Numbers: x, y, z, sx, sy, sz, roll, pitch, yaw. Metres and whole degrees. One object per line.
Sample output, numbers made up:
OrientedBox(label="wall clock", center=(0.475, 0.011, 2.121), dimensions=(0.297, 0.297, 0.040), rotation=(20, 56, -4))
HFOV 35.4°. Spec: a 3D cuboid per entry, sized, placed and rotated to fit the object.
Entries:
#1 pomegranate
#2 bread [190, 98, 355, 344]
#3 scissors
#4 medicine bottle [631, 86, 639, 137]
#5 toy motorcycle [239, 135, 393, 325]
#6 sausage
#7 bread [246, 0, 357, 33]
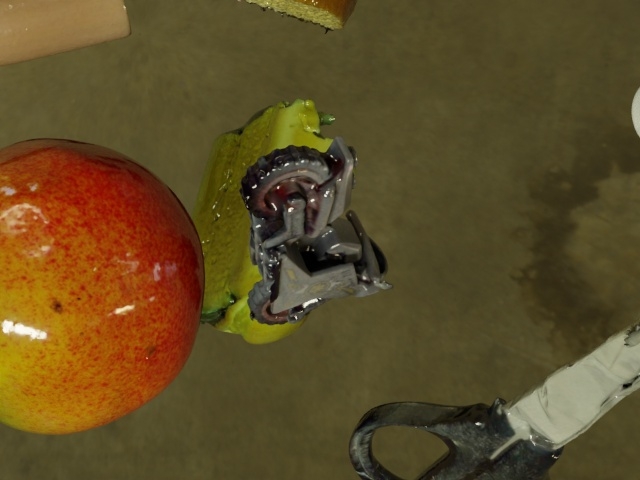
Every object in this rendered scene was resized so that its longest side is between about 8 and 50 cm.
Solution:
OrientedBox(label="pomegranate", center=(-0.207, 0.041, 0.738), dimensions=(0.257, 0.221, 0.221), rotation=(-32, 107, -28))
OrientedBox(label="bread", center=(-0.085, -0.015, 1.610), dimensions=(0.208, 0.251, 0.376), rotation=(37, 58, -39))
OrientedBox(label="scissors", center=(0.092, 0.076, 0.418), dimensions=(0.109, 0.300, 0.022), rotation=(33, 59, 1))
OrientedBox(label="medicine bottle", center=(0.499, -0.170, 1.286), dimensions=(0.183, 0.086, 0.086), rotation=(-8, 103, -18))
OrientedBox(label="toy motorcycle", center=(0.000, 0.000, 0.780), dimensions=(0.122, 0.080, 0.215), rotation=(-17, 147, -13))
OrientedBox(label="sausage", center=(-0.440, -0.353, 1.598), dimensions=(0.253, 0.123, 0.123), rotation=(-18, 104, -12))
OrientedBox(label="bread", center=(-0.031, -0.401, 1.488), dimensions=(0.260, 0.134, 0.129), rotation=(12, 88, -24))
